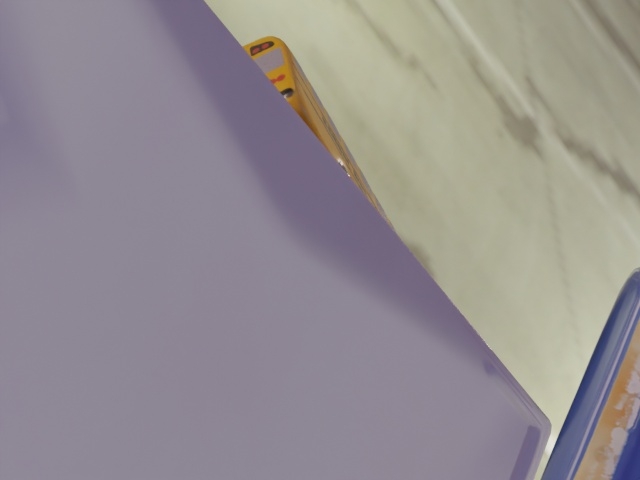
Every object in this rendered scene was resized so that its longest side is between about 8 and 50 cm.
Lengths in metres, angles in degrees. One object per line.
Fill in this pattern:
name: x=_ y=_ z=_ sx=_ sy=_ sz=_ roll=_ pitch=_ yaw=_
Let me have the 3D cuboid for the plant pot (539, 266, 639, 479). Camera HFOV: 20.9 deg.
plant pot: x=0.216 y=0.156 z=0.828 sx=0.236 sy=0.236 sz=0.212 roll=-61 pitch=154 yaw=-29

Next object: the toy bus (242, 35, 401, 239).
toy bus: x=0.000 y=0.000 z=1.451 sx=0.333 sy=0.108 sz=0.130 roll=58 pitch=11 yaw=-38

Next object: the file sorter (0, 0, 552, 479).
file sorter: x=-0.091 y=0.059 z=0.540 sx=0.278 sy=0.173 sz=0.193 roll=49 pitch=51 yaw=-35
